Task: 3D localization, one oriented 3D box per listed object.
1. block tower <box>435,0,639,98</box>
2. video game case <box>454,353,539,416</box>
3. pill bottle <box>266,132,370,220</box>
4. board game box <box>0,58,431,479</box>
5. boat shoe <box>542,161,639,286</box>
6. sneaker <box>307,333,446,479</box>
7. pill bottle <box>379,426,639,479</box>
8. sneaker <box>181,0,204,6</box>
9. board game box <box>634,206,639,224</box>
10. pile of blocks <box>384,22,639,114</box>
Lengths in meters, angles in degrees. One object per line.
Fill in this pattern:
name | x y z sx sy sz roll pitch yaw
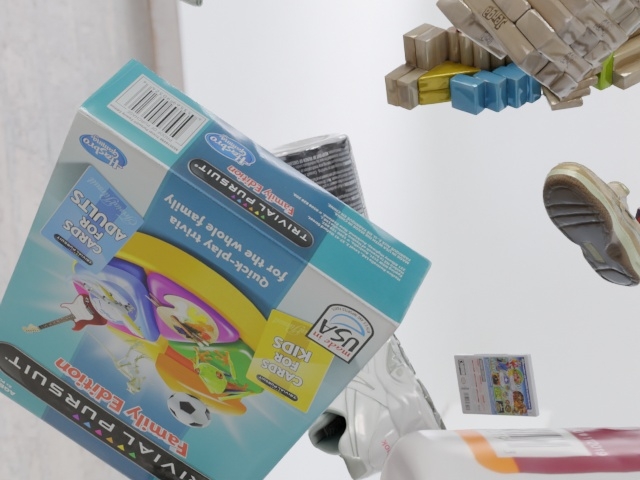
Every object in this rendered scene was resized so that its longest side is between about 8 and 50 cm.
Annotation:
block tower | 0.244 -0.245 0.736 0.091 0.335 0.097 16 37 -57
video game case | 0.244 0.201 1.458 0.011 0.122 0.087 -12 95 -47
pill bottle | 0.000 0.000 1.287 0.130 0.131 0.245 -35 113 -65
board game box | -0.110 0.065 0.811 0.336 0.254 0.079 -55 -179 42
boat shoe | 0.275 -0.030 1.028 0.190 0.068 0.072 47 65 -46
sneaker | 0.036 0.145 0.975 0.090 0.115 0.232 63 0 -14
pill bottle | 0.239 0.222 0.618 0.224 0.393 0.223 -179 -90 -83
sneaker | -0.067 -0.357 1.095 0.330 0.146 0.122 -48 170 -21
board game box | 0.751 0.001 1.826 0.208 0.347 0.056 -16 125 -42
pile of blocks | 0.261 -0.244 1.326 0.149 0.362 0.112 -103 -178 -54
